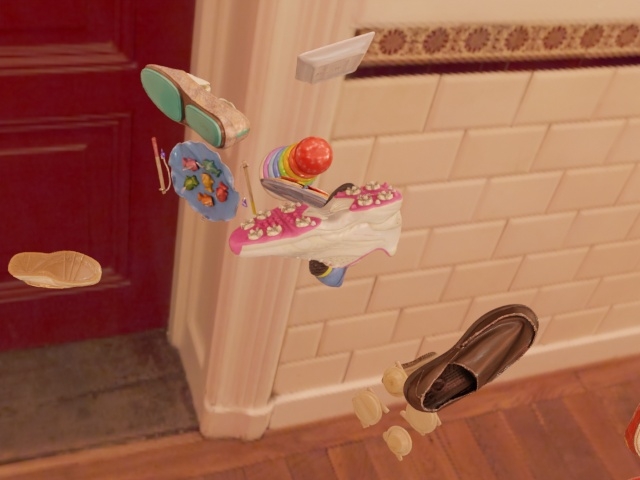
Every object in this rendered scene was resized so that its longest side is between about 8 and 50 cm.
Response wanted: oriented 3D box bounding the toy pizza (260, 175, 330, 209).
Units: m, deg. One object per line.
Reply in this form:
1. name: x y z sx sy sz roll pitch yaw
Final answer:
1. toy pizza: -0.034 -0.102 1.826 0.201 0.201 0.032 21 84 8

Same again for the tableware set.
1. tableware set: 0.133 0.302 1.492 0.020 0.169 0.141 -12 59 -49

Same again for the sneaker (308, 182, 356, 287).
1. sneaker: 0.040 -0.009 1.659 0.069 0.082 0.209 0 67 42

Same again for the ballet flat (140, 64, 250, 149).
1. ballet flat: -0.264 -0.293 1.819 0.106 0.108 0.316 -25 53 -34

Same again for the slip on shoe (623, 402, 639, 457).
1. slip on shoe: 0.785 0.349 1.888 0.123 0.101 0.331 40 74 -6

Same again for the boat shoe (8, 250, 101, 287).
1. boat shoe: -0.465 0.056 1.503 0.170 0.059 0.063 6 65 10

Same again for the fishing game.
1. fishing game: -0.243 -0.113 1.707 0.264 0.189 0.041 20 42 29

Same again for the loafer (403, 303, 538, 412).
1. loafer: 0.218 0.175 1.176 0.080 0.220 0.078 49 5 -11

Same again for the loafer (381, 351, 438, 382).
1. loafer: 0.211 0.307 1.948 0.050 0.148 0.056 64 15 -3

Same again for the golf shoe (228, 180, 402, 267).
1. golf shoe: 0.000 0.000 1.445 0.306 0.140 0.115 -13 30 -5

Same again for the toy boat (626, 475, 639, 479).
1. toy boat: 0.344 0.357 1.029 0.231 0.151 0.151 -24 33 10

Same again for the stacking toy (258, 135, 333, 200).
1. stacking toy: -0.054 -0.184 2.046 0.141 0.330 0.141 1 85 -15

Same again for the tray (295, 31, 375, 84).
1. tray: 0.026 -0.337 1.600 0.145 0.030 0.270 -17 3 -2
